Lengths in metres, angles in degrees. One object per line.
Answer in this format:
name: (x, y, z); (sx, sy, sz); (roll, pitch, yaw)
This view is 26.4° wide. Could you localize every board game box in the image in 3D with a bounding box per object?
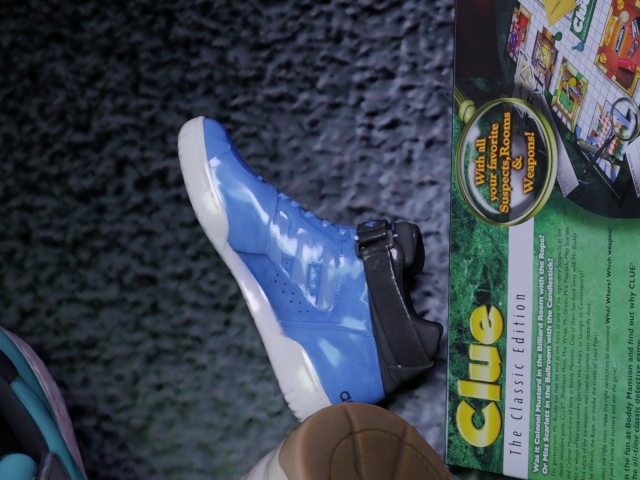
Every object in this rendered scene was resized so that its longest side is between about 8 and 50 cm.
board game box: (0.110, -0.029, 0.542); (0.136, 0.030, 0.260); (5, 95, 42)

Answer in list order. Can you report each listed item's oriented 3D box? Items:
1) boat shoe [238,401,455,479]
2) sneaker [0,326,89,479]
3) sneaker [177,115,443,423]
boat shoe: (0.050, 0.215, 0.531); (0.098, 0.109, 0.302); (-43, 69, 37)
sneaker: (-0.118, 0.156, 0.552); (0.108, 0.121, 0.302); (-33, 73, -1)
sneaker: (0.000, 0.000, 0.607); (0.084, 0.058, 0.152); (-27, 77, 7)
